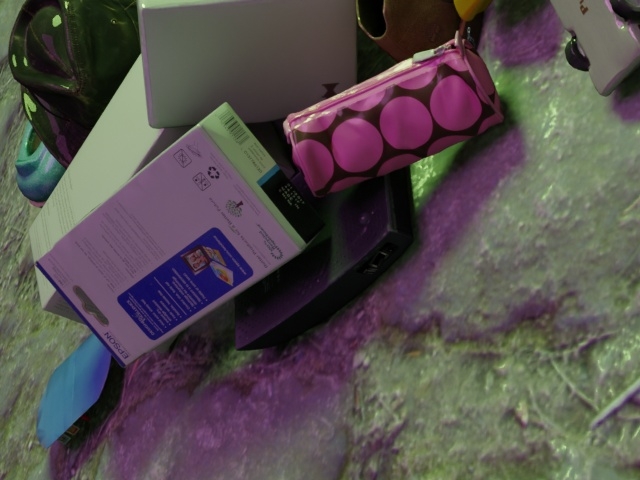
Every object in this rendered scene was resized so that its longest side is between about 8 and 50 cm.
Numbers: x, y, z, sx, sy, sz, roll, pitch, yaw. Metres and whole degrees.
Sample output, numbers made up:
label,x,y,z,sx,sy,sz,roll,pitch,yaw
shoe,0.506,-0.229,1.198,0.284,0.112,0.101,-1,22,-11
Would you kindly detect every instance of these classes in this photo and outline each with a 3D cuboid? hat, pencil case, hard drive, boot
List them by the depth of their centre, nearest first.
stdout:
label,x,y,z,sx,sy,sz,roll,pitch,yaw
pencil case,0.064,-0.119,1.326,0.209,0.098,0.095,-25,48,17
boot,0.111,-0.317,1.435,0.112,0.115,0.305,-24,50,51
hard drive,0.000,0.000,1.451,0.255,0.054,0.172,-39,41,37
hat,-0.302,-0.235,1.762,0.331,0.134,0.331,-3,83,32

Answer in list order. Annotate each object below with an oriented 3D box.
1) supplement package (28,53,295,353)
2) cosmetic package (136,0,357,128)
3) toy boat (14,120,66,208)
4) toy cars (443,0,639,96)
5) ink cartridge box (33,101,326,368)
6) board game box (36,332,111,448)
label,x,y,z,sx,sy,sz,roll,pitch,yaw
supplement package,-0.195,-0.046,1.660,0.293,0.175,0.177,-53,33,21
cosmetic package,-0.105,-0.330,1.604,0.453,0.230,0.161,-104,11,-47
toy boat,-0.346,-0.183,2.007,0.318,0.148,0.267,-7,64,55
toy cars,0.195,-0.271,1.266,0.394,0.087,0.176,42,143,50
ink cartridge box,-0.157,0.003,1.475,0.333,0.165,0.065,-32,10,41
board game box,-0.310,0.197,1.818,0.169,0.033,0.133,-43,33,26
